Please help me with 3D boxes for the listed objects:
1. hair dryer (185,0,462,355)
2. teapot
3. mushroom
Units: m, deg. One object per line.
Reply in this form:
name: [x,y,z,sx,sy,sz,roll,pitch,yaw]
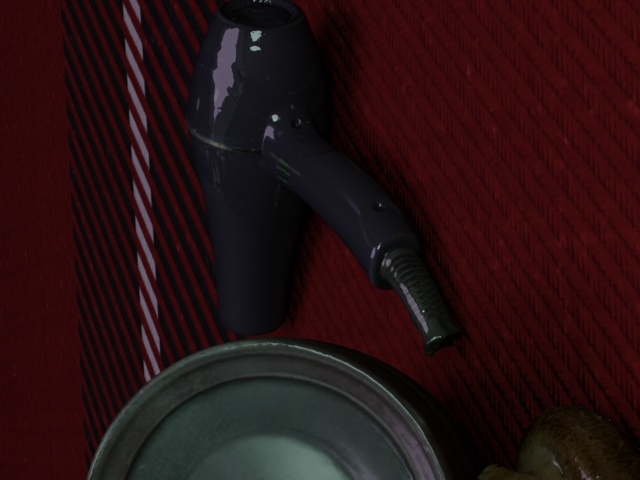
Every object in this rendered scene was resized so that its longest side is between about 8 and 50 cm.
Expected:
hair dryer: [0.000,0.000,1.284,0.361,0.121,0.301,46,141,49]
teapot: [0.020,0.220,1.068,0.315,0.233,0.312,68,-168,10]
mushroom: [0.152,0.161,0.956,0.109,0.085,0.126,15,105,29]
